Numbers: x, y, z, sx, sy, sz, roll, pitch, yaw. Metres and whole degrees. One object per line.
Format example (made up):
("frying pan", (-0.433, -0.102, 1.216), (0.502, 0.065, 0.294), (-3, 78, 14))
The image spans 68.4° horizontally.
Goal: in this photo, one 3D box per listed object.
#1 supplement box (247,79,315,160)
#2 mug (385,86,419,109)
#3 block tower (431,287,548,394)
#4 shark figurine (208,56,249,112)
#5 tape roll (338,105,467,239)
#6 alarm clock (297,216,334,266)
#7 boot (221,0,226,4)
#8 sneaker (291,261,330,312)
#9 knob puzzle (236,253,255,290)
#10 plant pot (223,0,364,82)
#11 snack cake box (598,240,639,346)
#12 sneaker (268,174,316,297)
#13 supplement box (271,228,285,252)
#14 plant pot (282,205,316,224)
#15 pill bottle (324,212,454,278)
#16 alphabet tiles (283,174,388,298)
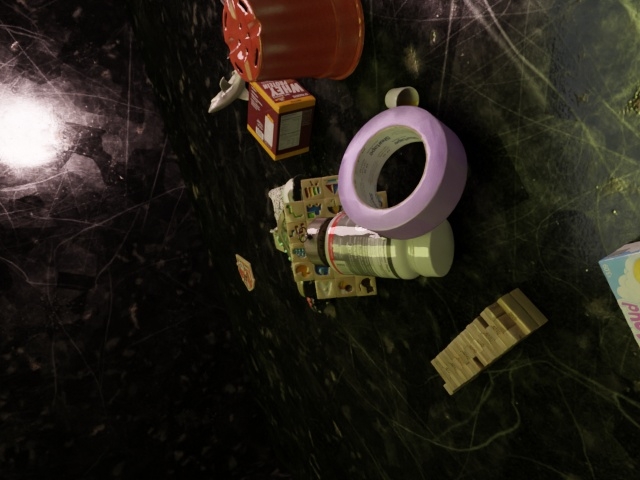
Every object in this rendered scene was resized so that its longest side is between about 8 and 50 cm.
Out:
("supplement box", (-0.129, -0.397, 1.483), (0.191, 0.129, 0.194), (51, 148, 31))
("mug", (0.179, -0.311, 1.068), (0.064, 0.062, 0.078), (39, 133, 56))
("block tower", (0.369, 0.242, 1.084), (0.097, 0.091, 0.335), (55, 149, 26))
("shark figurine", (-0.290, -0.573, 1.721), (0.116, 0.166, 0.278), (42, 133, -4))
("tape roll", (0.169, -0.144, 1.015), (0.275, 0.090, 0.275), (-15, 67, 39))
("alarm clock", (0.000, 0.000, 1.211), (0.064, 0.192, 0.129), (2, 80, 36))
("boot", (-0.219, -0.819, 1.382), (0.264, 0.096, 0.280), (47, 145, 36))
("sneaker", (-0.040, 0.130, 1.735), (0.135, 0.097, 0.276), (2, 108, 60))
("knob puzzle", (-0.402, 0.186, 2.502), (0.213, 0.030, 0.213), (40, 142, 42))
("plant pot", (-0.079, -0.514, 1.162), (0.272, 0.265, 0.272), (41, 143, 42))
("snack cake box", (0.547, 0.121, 0.678), (0.152, 0.089, 0.264), (-32, 80, 62))
("sneaker", (-0.084, -0.011, 1.604), (0.182, 0.158, 0.410), (-3, 96, 41))
("supplement box", (-0.143, -0.006, 1.867), (0.083, 0.056, 0.083), (22, 128, 54))
("plant pot", (0.019, -0.036, 1.434), (0.188, 0.167, 0.187), (-1, 108, 60))
("pill bottle", (0.165, 0.010, 1.143), (0.283, 0.161, 0.161), (1, 111, 39))
("alphabet tiles", (0.052, -0.007, 1.301), (0.011, 0.285, 0.342), (-59, -39, -77))
